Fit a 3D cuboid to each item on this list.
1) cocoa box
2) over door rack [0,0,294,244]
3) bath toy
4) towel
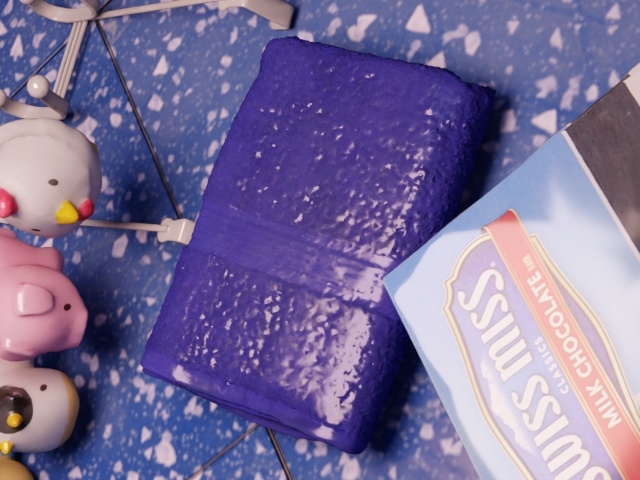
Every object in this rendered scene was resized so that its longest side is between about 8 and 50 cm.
[{"bbox_3d":[0.246,0.082,0.800,0.228,0.347,0.231,-40,54,21],"label":"cocoa box"},{"bbox_3d":[-0.197,-0.125,1.386,0.324,0.108,0.240,7,79,39],"label":"over door rack"},{"bbox_3d":[-0.264,0.068,1.292,0.151,0.129,0.348,20,113,5],"label":"bath toy"},{"bbox_3d":[0.000,0.000,1.213,0.227,0.076,0.308,18,85,34],"label":"towel"}]
